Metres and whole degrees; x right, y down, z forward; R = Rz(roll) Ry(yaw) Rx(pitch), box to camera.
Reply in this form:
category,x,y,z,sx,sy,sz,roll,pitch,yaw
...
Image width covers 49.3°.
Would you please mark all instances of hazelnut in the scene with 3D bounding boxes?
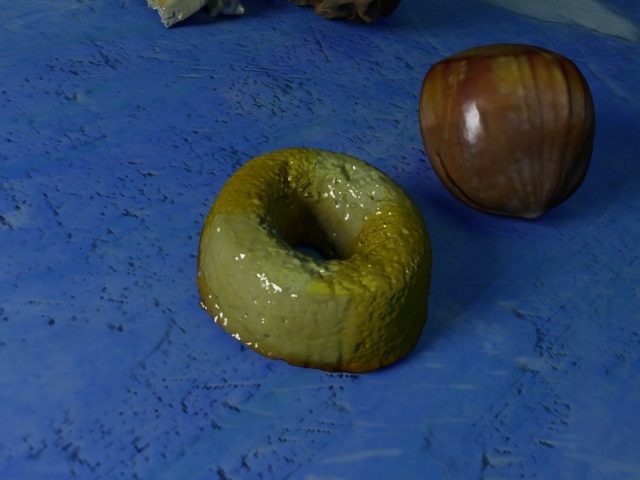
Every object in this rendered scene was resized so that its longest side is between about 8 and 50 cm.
category,x,y,z,sx,sy,sz,roll,pitch,yaw
hazelnut,0.156,-0.091,0.596,0.150,0.150,0.150,11,39,-9

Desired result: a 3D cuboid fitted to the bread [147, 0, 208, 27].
category,x,y,z,sx,sy,sz,roll,pitch,yaw
bread,-0.152,-0.265,0.725,0.070,0.035,0.083,-38,58,-7

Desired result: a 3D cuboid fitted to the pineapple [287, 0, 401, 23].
category,x,y,z,sx,sy,sz,roll,pitch,yaw
pineapple,-0.060,-0.390,0.809,0.357,0.223,0.223,19,38,12

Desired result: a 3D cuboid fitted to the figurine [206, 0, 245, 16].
category,x,y,z,sx,sy,sz,roll,pitch,yaw
figurine,-0.123,-0.274,0.762,0.050,0.047,0.083,-28,52,-30

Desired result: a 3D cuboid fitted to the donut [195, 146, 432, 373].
category,x,y,z,sx,sy,sz,roll,pitch,yaw
donut,0.000,0.000,0.462,0.162,0.066,0.178,3,42,-17
